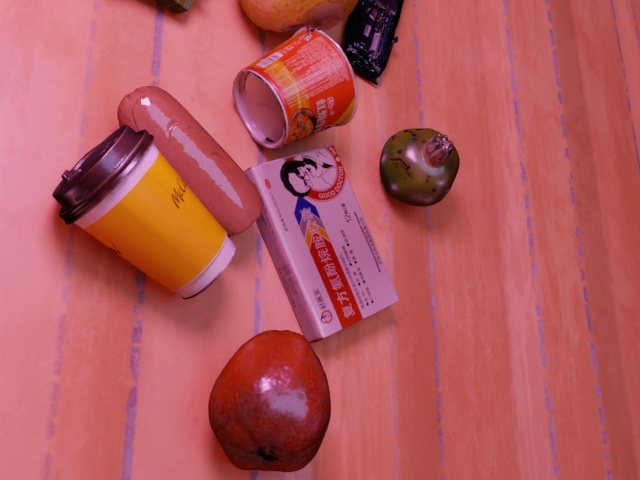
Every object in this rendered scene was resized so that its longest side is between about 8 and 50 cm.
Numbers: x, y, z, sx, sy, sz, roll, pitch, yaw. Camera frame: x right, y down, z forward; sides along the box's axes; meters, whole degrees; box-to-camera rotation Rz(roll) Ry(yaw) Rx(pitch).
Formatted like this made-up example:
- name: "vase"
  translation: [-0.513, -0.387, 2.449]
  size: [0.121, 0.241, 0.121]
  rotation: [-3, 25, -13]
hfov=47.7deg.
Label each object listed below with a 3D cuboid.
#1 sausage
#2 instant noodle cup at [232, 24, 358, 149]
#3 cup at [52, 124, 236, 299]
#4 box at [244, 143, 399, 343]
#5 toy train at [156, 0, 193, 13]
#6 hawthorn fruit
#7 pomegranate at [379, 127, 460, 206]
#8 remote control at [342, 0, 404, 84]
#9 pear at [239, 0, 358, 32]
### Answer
- name: "sausage"
  translation: [-0.232, -0.140, 1.278]
  size: [0.304, 0.121, 0.121]
  rotation: [49, 54, -13]
- name: "instant noodle cup"
  translation: [-0.058, -0.286, 1.411]
  size: [0.174, 0.213, 0.213]
  rotation: [-33, 94, -29]
- name: "cup"
  translation: [-0.279, -0.041, 1.180]
  size: [0.280, 0.196, 0.196]
  rotation: [46, 54, -22]
- name: "box"
  translation: [0.000, 0.000, 1.432]
  size: [0.214, 0.069, 0.354]
  rotation: [-21, 85, -38]
- name: "toy train"
  translation: [-0.305, -0.521, 1.353]
  size: [0.225, 0.090, 0.137]
  rotation: [28, 79, -40]
- name: "hawthorn fruit"
  translation: [-0.076, 0.251, 1.219]
  size: [0.210, 0.210, 0.262]
  rotation: [37, 34, -20]
- name: "pomegranate"
  translation: [0.223, -0.170, 1.555]
  size: [0.179, 0.210, 0.180]
  rotation: [7, 66, -17]
- name: "remote control"
  translation: [0.136, -0.559, 1.718]
  size: [0.144, 0.062, 0.399]
  rotation: [27, 60, -24]
- name: "pear"
  translation: [-0.045, -0.534, 1.460]
  size: [0.271, 0.271, 0.271]
  rotation: [12, 68, -31]
